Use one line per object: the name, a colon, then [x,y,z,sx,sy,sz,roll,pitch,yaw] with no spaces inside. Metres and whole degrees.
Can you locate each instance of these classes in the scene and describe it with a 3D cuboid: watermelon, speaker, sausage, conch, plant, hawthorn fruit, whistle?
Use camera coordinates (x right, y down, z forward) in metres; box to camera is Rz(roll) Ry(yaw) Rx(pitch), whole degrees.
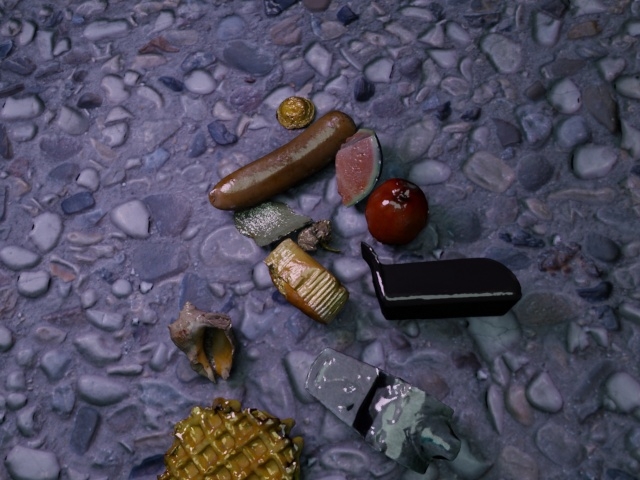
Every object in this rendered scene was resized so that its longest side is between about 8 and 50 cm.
watermelon: [0.138,-0.212,1.356,0.128,0.146,0.231,-9,99,-35]
speaker: [0.305,0.101,1.248,0.388,0.180,0.184,-3,67,6]
sausage: [-0.103,-0.226,1.416,0.500,0.136,0.123,-33,54,-7]
conch: [-0.304,0.276,1.276,0.163,0.178,0.245,-21,100,-41]
plant: [0.000,0.000,1.378,0.116,0.104,0.122,-37,100,30]
hawthorn fruit: [0.215,-0.084,1.301,0.185,0.202,0.185,0,69,-1]
whistle: [0.140,0.407,1.160,0.404,0.188,0.168,27,78,14]

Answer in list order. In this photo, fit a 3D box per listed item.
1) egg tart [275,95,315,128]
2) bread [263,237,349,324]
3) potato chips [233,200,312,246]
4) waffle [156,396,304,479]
egg tart: [-0.081,-0.417,1.520,0.130,0.052,0.130,-1,71,4]
bread: [-0.042,0.115,1.282,0.250,0.179,0.133,41,86,17]
potato chips: [-0.149,-0.057,1.408,0.228,0.059,0.167,26,68,29]
waffle: [-0.231,0.607,1.195,0.379,0.095,0.382,10,77,11]
